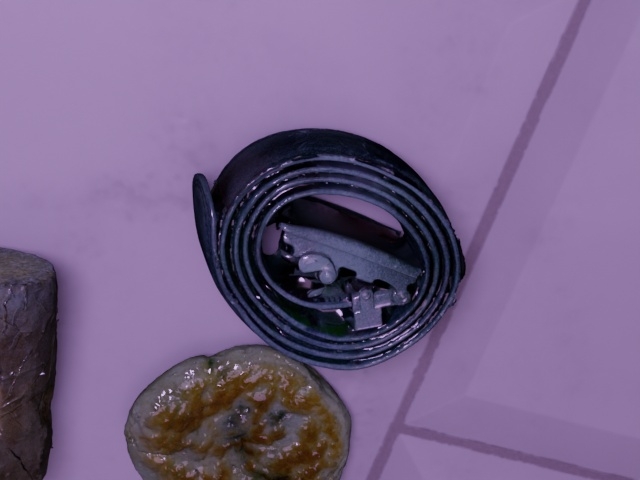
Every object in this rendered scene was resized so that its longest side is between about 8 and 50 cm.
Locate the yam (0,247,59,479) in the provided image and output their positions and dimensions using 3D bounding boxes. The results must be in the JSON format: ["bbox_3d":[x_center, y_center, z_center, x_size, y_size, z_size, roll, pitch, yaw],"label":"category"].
[{"bbox_3d":[-0.312,0.109,1.117,0.154,0.154,0.254,0,122,-8],"label":"yam"}]

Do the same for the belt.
[{"bbox_3d":[0.000,0.000,1.128,0.267,0.116,0.206,30,104,-22],"label":"belt"}]

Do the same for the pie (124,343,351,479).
[{"bbox_3d":[-0.084,0.211,1.249,0.240,0.054,0.240,-4,117,-8],"label":"pie"}]
